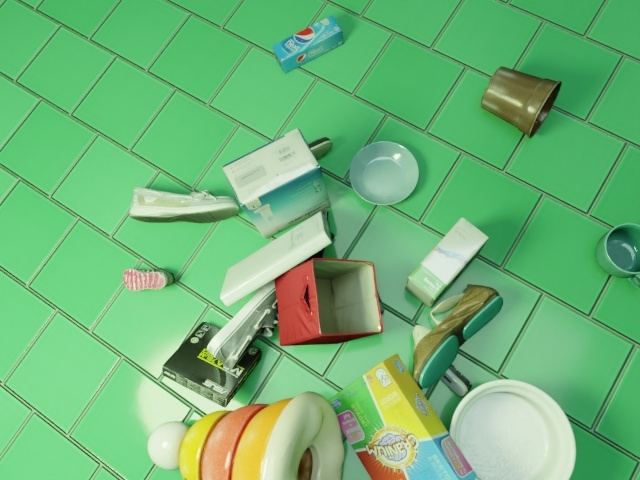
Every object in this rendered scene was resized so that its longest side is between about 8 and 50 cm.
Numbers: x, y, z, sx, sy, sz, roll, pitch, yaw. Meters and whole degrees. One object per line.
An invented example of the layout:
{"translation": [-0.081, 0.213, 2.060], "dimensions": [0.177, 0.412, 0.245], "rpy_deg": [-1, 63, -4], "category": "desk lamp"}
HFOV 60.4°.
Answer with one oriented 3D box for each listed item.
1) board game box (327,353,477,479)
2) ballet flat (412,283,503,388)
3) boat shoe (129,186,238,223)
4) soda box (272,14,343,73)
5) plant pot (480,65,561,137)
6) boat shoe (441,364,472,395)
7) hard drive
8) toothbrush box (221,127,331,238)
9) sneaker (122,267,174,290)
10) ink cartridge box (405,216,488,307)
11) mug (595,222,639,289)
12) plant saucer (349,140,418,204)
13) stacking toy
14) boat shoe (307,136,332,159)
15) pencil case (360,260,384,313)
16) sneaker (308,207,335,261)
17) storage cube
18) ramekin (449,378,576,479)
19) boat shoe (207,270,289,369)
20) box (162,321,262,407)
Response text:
{"translation": [0.178, 0.462, 1.296], "dimensions": [0.242, 0.064, 0.316], "rpy_deg": [-47, 68, 38], "category": "board game box"}
{"translation": [0.314, 0.225, 1.381], "dimensions": [0.342, 0.116, 0.124], "rpy_deg": [-42, 45, -21], "category": "ballet flat"}
{"translation": [-0.390, -0.108, 1.571], "dimensions": [0.321, 0.118, 0.103], "rpy_deg": [-2, 79, 13], "category": "boat shoe"}
{"translation": [-0.037, -0.602, 1.690], "dimensions": [0.210, 0.071, 0.067], "rpy_deg": [-28, 74, -2], "category": "soda box"}
{"translation": [0.548, -0.393, 1.528], "dimensions": [0.165, 0.167, 0.167], "rpy_deg": [31, 80, 21], "category": "plant pot"}
{"translation": [0.325, 0.334, 1.404], "dimensions": [0.040, 0.049, 0.142], "rpy_deg": [-24, 61, -37], "category": "boat shoe"}
{"translation": [-0.114, 0.043, 1.433], "dimensions": [0.308, 0.203, 0.040], "rpy_deg": [-32, 107, 8], "category": "hard drive"}
{"translation": [-0.104, -0.138, 1.451], "dimensions": [0.216, 0.295, 0.126], "rpy_deg": [-27, 72, -1], "category": "toothbrush box"}
{"translation": [-0.481, 0.108, 1.549], "dimensions": [0.171, 0.075, 0.063], "rpy_deg": [-1, 91, 29], "category": "sneaker"}
{"translation": [0.323, 0.060, 1.420], "dimensions": [0.093, 0.154, 0.212], "rpy_deg": [39, 82, 15], "category": "ink cartridge box"}
{"translation": [0.773, 0.044, 1.404], "dimensions": [0.130, 0.097, 0.157], "rpy_deg": [12, 77, 9], "category": "mug"}
{"translation": [0.181, -0.187, 1.567], "dimensions": [0.195, 0.037, 0.194], "rpy_deg": [-2, 75, 6], "category": "plant saucer"}
{"translation": [-0.213, 0.524, 1.320], "dimensions": [0.480, 0.351, 0.350], "rpy_deg": [-2, 73, 26], "category": "stacking toy"}
{"translation": [-0.079, -0.250, 1.590], "dimensions": [0.233, 0.084, 0.079], "rpy_deg": [-24, 74, 2], "category": "boat shoe"}
{"translation": [0.115, 0.132, 1.470], "dimensions": [0.070, 0.064, 0.151], "rpy_deg": [-27, 70, 27], "category": "pencil case"}
{"translation": [0.001, 0.001, 1.527], "dimensions": [0.089, 0.051, 0.170], "rpy_deg": [-17, 70, 6], "category": "sneaker"}
{"translation": [0.013, 0.158, 1.371], "dimensions": [0.215, 0.193, 0.183], "rpy_deg": [4, 71, -33], "category": "storage cube"}
{"translation": [0.439, 0.473, 1.302], "dimensions": [0.278, 0.135, 0.277], "rpy_deg": [-2, 74, 6], "category": "ramekin"}
{"translation": [-0.155, 0.206, 1.436], "dimensions": [0.102, 0.108, 0.301], "rpy_deg": [38, 62, 12], "category": "boat shoe"}
{"translation": [-0.276, 0.315, 1.422], "dimensions": [0.191, 0.045, 0.184], "rpy_deg": [24, 37, 13], "category": "box"}
